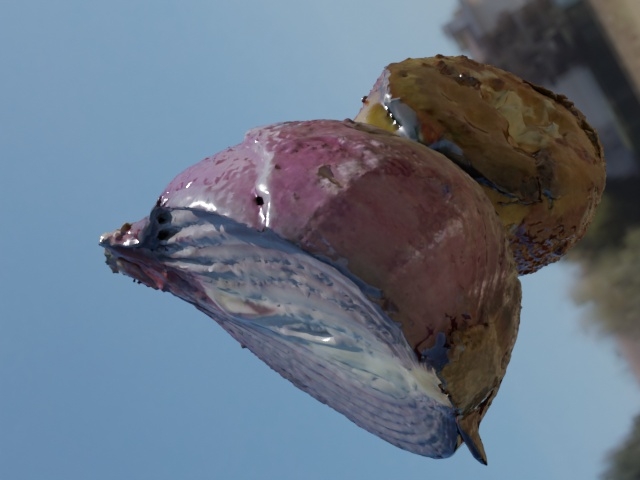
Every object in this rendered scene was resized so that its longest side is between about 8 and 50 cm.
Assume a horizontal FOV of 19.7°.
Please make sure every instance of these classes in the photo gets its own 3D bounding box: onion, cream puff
[{"bbox_3d":[0.000,0.000,1.326,0.349,0.159,0.267,23,151,35],"label":"onion"},{"bbox_3d":[0.128,-0.058,1.591,0.240,0.164,0.240,26,-154,-14],"label":"cream puff"}]
